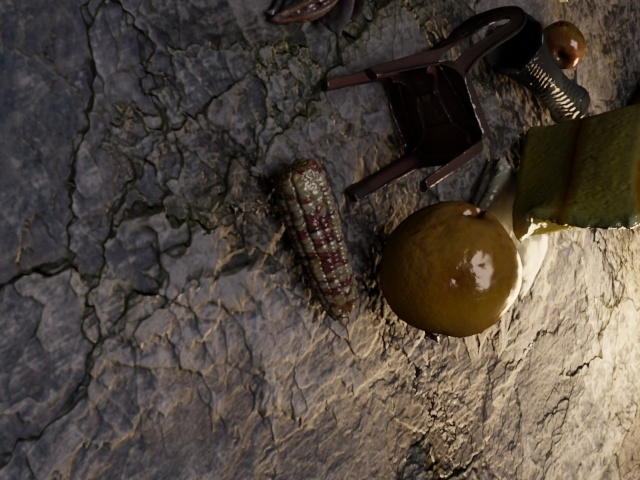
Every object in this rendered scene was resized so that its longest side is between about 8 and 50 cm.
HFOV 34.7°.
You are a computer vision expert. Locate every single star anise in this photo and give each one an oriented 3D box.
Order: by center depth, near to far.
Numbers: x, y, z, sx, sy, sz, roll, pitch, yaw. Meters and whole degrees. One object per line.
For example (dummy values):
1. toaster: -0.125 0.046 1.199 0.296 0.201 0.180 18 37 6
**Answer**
1. star anise: 0.013 -0.373 1.373 0.229 0.093 0.236 46 65 -44

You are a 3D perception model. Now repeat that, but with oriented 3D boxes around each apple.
1. apple: 0.426 -0.345 1.802 0.084 0.084 0.071 57 43 -32

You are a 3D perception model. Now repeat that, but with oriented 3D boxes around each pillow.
1. pillow: 0.325 -0.017 1.745 0.229 0.050 0.148 49 63 -37

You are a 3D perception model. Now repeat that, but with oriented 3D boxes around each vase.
1. vase: 0.379 -0.279 1.745 0.237 0.115 0.115 31 71 -47

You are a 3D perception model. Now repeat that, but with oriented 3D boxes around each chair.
1. chair: 0.175 -0.206 1.490 0.326 0.175 0.183 -28 104 -34

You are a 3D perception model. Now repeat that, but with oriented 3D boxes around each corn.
1. corn: 0.000 0.000 1.391 0.079 0.079 0.237 -40 120 -37

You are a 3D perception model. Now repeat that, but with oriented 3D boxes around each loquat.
1. loquat: 0.192 0.047 1.509 0.208 0.208 0.208 -4 96 -46

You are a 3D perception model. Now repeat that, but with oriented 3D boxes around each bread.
1. bread: 0.447 -0.041 1.666 0.245 0.233 0.361 64 32 -27

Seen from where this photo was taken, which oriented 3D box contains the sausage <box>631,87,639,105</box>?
1. sausage: 0.693 -0.303 2.081 0.088 0.088 0.433 53 57 -34
